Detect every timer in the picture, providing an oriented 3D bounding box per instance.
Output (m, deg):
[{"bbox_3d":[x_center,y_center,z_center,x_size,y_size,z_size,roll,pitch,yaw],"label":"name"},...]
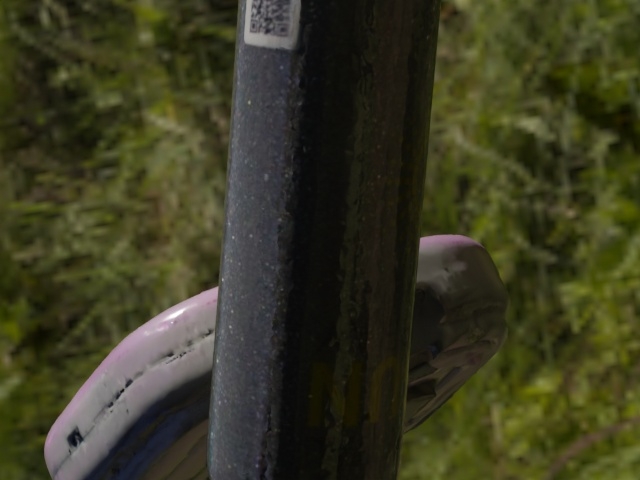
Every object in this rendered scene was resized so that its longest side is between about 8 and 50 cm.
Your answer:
[{"bbox_3d":[-0.018,0.071,0.925,0.208,0.191,0.069,-11,-113,-34],"label":"timer"}]

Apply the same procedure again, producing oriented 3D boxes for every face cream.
[{"bbox_3d":[0.000,0.000,0.716,0.073,0.073,0.284,-32,-52,-73],"label":"face cream"}]
